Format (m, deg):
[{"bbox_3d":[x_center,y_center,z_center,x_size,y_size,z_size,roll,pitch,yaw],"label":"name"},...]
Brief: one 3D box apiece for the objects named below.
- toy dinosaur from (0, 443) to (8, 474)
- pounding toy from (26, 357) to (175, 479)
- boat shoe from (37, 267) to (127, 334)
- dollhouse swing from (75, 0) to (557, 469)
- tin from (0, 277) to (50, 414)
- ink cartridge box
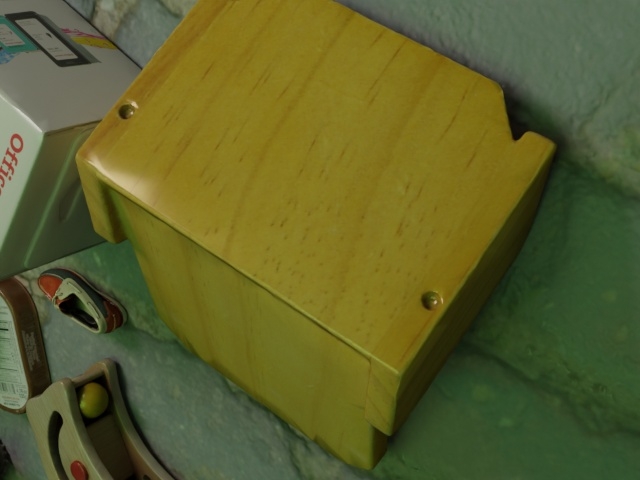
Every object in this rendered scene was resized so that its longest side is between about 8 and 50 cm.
[{"bbox_3d":[-0.549,0.331,1.337,0.314,0.121,0.160,7,97,36],"label":"toy dinosaur"},{"bbox_3d":[-0.279,0.292,1.102,0.154,0.155,0.269,-7,101,39],"label":"pounding toy"},{"bbox_3d":[-0.295,0.073,1.112,0.137,0.043,0.049,27,120,25],"label":"boat shoe"},{"bbox_3d":[0.000,0.000,0.886,0.347,0.305,0.315,32,79,22],"label":"dollhouse swing"},{"bbox_3d":[-0.411,0.138,1.214,0.106,0.040,0.189,-1,105,29],"label":"tin"},{"bbox_3d":[-0.330,-0.131,0.972,0.270,0.197,0.198,42,123,15],"label":"ink cartridge box"}]
